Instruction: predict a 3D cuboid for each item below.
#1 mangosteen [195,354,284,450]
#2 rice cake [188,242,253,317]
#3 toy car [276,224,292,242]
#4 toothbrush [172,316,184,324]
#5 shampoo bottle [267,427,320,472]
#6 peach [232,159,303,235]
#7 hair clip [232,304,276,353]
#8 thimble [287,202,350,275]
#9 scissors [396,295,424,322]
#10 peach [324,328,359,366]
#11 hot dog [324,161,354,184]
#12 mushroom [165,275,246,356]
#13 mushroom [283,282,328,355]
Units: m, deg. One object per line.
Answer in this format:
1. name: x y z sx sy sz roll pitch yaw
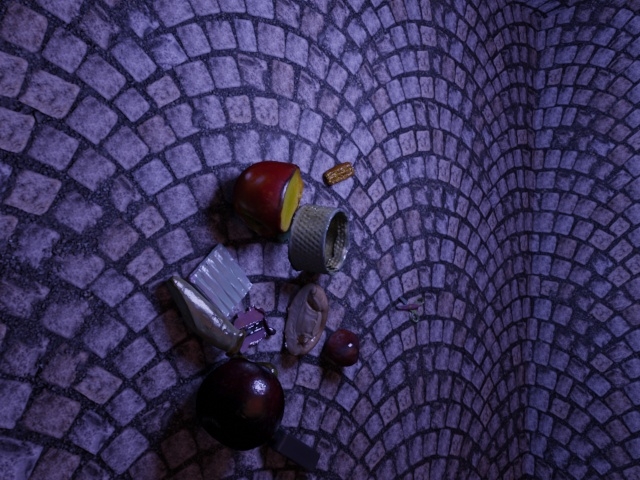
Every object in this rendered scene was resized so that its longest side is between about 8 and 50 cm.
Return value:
1. mangosteen: -0.245 0.520 1.419 0.300 0.300 0.300 2 87 -38
2. rice cake: -0.343 0.141 1.501 0.198 0.037 0.189 50 56 -19
3. toy car: -0.120 -0.030 1.696 0.122 0.035 0.059 -25 104 -44
4. toothbrush: -0.383 0.231 1.490 0.257 0.024 0.018 -22 102 -38
5. shampoo bottle: -0.110 0.787 1.645 0.246 0.080 0.079 46 61 -28
6. peach: -0.175 -0.167 1.529 0.245 0.248 0.274 35 62 -8
7. hair clip: -0.259 0.319 1.571 0.187 0.056 0.146 -29 105 -44
8. thimble: 0.000 0.000 1.650 0.271 0.150 0.270 -34 128 -58
9. scissors: 0.437 0.324 2.125 0.187 0.020 0.133 25 78 -36
10. peach: 0.103 0.446 1.779 0.152 0.152 0.152 2 87 -38
11. hot dog: 0.080 -0.287 1.853 0.165 0.045 0.071 -29 108 -36
12. mushroom: -0.383 0.253 1.419 0.333 0.087 0.107 45 53 -16
13. mushroom: -0.033 0.307 1.689 0.151 0.156 0.285 16 90 -48
